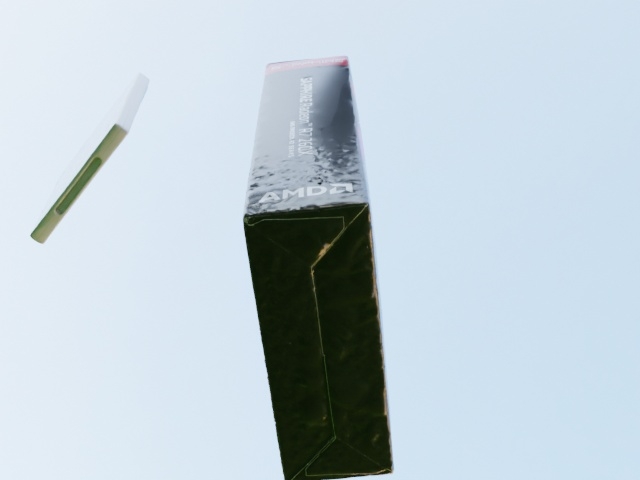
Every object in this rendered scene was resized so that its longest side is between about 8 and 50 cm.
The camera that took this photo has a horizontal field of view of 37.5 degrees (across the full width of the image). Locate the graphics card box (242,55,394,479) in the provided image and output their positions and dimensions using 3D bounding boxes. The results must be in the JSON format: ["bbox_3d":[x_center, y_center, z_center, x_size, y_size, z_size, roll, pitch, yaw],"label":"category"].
[{"bbox_3d":[0.000,0.000,0.819,0.094,0.371,0.233,-5,-65,3],"label":"graphics card box"}]

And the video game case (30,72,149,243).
[{"bbox_3d":[-0.297,-0.113,1.234,0.023,0.212,0.193,36,-70,-19],"label":"video game case"}]
